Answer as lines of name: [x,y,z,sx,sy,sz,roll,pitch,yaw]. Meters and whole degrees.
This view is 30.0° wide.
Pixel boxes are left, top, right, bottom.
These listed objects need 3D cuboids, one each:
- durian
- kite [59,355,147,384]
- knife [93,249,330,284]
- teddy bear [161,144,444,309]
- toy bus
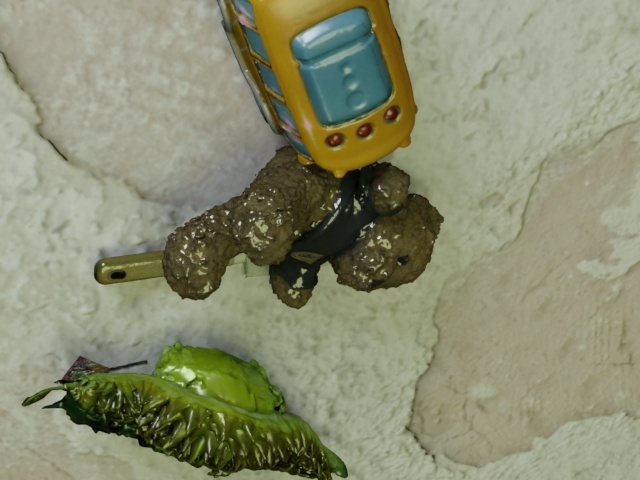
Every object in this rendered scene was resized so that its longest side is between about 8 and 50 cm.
durian: [-0.101,0.160,1.102,0.375,0.132,0.106,25,122,-38]
kite: [-0.203,0.127,1.116,0.078,0.002,0.044,7,119,-24]
knife: [-0.060,0.017,1.091,0.297,0.017,0.047,-8,124,-21]
teddy bear: [-0.005,-0.020,1.023,0.251,0.129,0.182,8,155,-41]
toy bus: [0.001,-0.154,0.928,0.126,0.136,0.210,-25,128,-4]
